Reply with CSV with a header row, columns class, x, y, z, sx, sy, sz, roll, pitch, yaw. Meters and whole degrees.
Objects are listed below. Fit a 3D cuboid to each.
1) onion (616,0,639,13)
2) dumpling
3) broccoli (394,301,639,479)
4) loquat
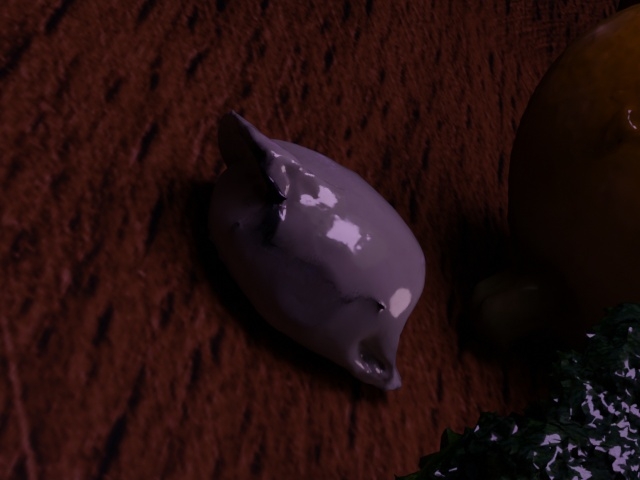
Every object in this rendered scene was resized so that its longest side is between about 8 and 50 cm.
class,x,y,z,sx,sy,sz,roll,pitch,yaw
onion,0.441,-0.229,1.739,0.272,0.195,0.272,2,87,-40
dumpling,-0.001,0.000,0.864,0.176,0.092,0.150,33,14,-12
broccoli,0.140,0.165,0.702,0.269,0.254,0.269,58,-6,10
loquat,0.264,-0.010,1.032,0.359,0.328,0.328,-21,59,-14
